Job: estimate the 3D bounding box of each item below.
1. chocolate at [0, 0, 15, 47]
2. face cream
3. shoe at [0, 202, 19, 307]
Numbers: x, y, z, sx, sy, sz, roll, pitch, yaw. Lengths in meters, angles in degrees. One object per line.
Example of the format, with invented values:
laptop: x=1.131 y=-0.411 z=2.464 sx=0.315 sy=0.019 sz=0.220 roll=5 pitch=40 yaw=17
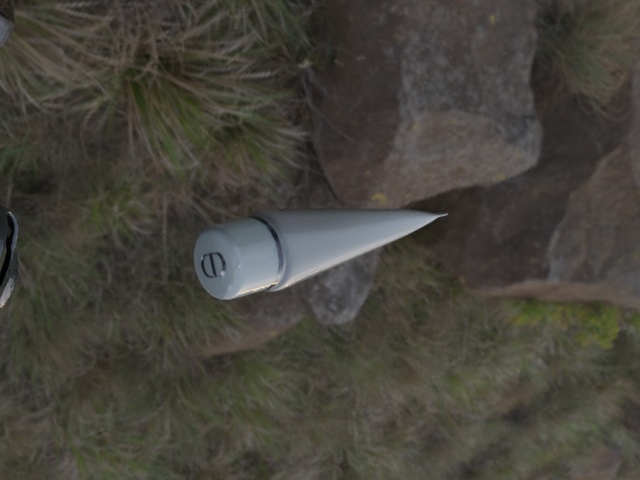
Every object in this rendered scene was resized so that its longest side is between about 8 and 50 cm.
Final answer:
chocolate: x=-0.409 y=-0.279 z=0.867 sx=0.213 sy=0.303 sz=0.303 roll=-1 pitch=154 yaw=25
face cream: x=0.000 y=0.000 z=1.006 sx=0.314 sy=0.089 sz=0.143 roll=-12 pitch=-175 yaw=-44
shoe: x=-0.339 y=0.019 z=0.845 sx=0.093 sy=0.241 sz=0.108 roll=36 pitch=69 yaw=-37
